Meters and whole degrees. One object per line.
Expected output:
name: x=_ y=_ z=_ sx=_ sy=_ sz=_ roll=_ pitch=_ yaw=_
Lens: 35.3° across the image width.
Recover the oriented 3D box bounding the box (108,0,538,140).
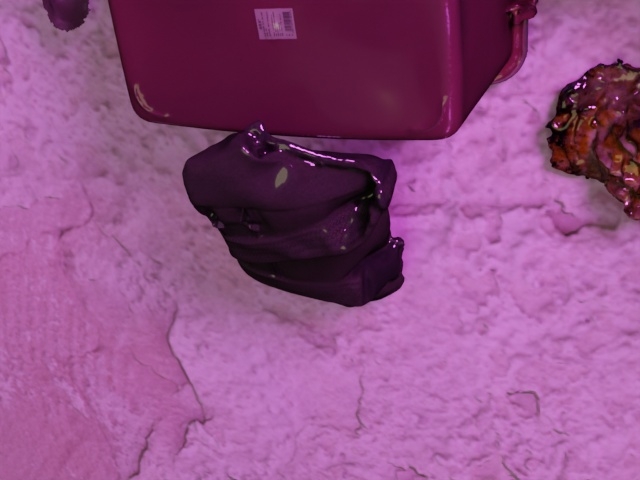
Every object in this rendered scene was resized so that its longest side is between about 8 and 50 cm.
box: x=-0.004 y=-0.178 z=0.709 sx=0.294 sy=0.167 sz=0.193 roll=5 pitch=120 yaw=20

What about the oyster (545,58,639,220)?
oyster: x=0.255 y=-0.065 z=0.742 sx=0.177 sy=0.056 sz=0.105 roll=25 pitch=120 yaw=13

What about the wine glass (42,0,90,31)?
wine glass: x=-0.328 y=-0.228 z=0.880 sx=0.262 sy=0.074 sz=0.074 roll=10 pitch=124 yaw=19

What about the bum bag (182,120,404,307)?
bum bag: x=0.000 y=0.000 z=0.781 sx=0.142 sy=0.080 sz=0.326 roll=-3 pitch=162 yaw=10
